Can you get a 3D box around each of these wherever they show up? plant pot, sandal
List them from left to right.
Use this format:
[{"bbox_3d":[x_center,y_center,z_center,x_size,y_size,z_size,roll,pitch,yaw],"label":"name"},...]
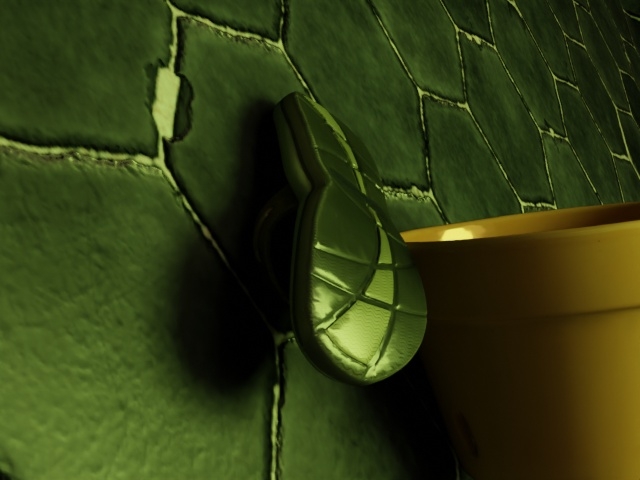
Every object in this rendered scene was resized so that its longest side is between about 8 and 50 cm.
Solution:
[{"bbox_3d":[0.001,0.000,0.719,0.120,0.086,0.302,42,21,-28],"label":"sandal"},{"bbox_3d":[0.204,0.080,0.820,0.291,0.291,0.203,-15,98,-62],"label":"plant pot"}]
